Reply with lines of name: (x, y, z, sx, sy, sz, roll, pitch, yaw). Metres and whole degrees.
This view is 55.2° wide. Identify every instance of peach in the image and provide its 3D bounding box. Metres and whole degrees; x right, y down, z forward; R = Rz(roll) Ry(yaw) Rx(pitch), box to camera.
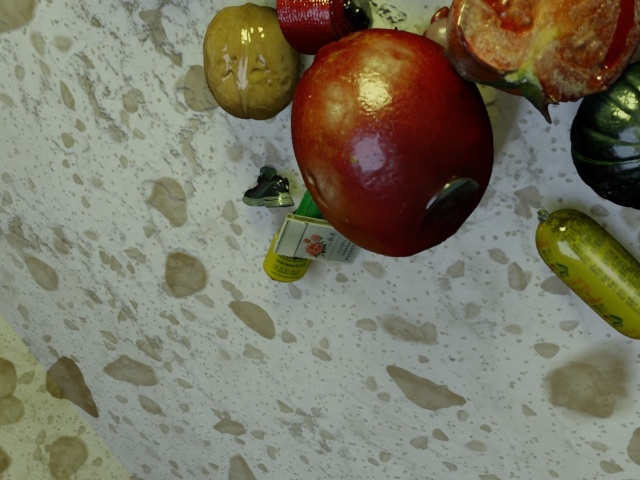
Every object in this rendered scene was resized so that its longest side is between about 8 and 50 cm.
peach: (0.135, -0.149, 1.061, 0.310, 0.335, 0.406, 56, 168, 42)

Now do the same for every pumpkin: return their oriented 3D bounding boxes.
pumpkin: (0.525, -0.160, 0.951, 0.250, 0.216, 0.249, 0, 113, 1)

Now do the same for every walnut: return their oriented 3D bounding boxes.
walnut: (-0.135, -0.349, 1.205, 0.193, 0.193, 0.225, 7, 122, 25)

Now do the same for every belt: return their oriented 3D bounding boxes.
belt: (0.020, -0.394, 1.076, 0.124, 0.201, 0.128, 6, 99, 23)

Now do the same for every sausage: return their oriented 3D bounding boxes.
sausage: (0.535, 0.064, 1.160, 0.347, 0.123, 0.123, 42, 132, -4)

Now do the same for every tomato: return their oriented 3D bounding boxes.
tomato: (0.323, -0.346, 0.938, 0.309, 0.309, 0.170, 53, 172, -14)

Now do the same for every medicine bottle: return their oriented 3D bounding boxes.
medicine bottle: (-0.047, -0.021, 1.453, 0.111, 0.076, 0.309, 9, 130, -20)

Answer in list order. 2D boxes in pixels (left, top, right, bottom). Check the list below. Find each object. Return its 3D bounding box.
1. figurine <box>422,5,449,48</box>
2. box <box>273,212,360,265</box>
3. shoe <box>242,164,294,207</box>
figurine: (0.216, -0.355, 1.078, 0.071, 0.067, 0.083, 49, 151, 17)
box: (0.000, 0.000, 1.408, 0.198, 0.029, 0.109, 10, 131, -19)
shoe: (-0.122, -0.126, 1.430, 0.169, 0.071, 0.099, 9, 101, 51)
